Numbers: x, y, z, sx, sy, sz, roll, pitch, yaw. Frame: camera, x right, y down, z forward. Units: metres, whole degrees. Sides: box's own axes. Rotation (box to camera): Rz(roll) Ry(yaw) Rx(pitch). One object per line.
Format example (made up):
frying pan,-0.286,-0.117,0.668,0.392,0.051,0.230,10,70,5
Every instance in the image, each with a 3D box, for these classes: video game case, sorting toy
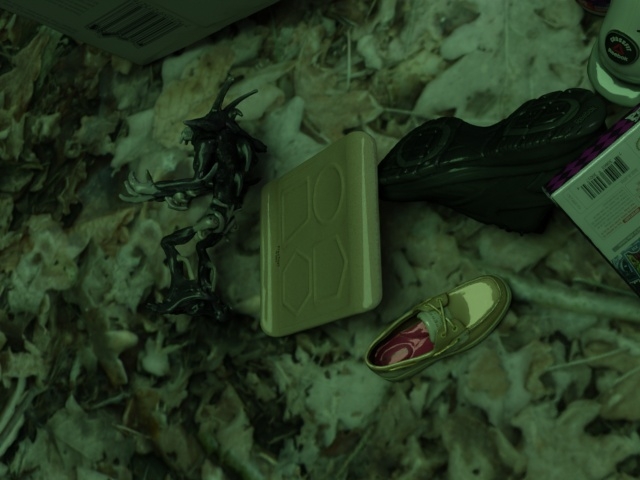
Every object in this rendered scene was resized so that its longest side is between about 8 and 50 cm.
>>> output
video game case,0.349,-0.045,0.769,0.232,0.042,0.210,-43,103,12
sorting toy,0.000,0.000,0.977,0.208,0.038,0.192,-22,65,53

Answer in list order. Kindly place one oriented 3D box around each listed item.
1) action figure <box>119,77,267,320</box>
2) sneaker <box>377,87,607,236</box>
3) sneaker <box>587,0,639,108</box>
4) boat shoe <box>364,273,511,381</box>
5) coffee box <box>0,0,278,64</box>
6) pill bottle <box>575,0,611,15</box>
action figure,-0.149,-0.050,1.033,0.141,0.164,0.275,7,86,24
sneaker,0.169,-0.059,0.896,0.286,0.130,0.109,-3,40,48
sneaker,0.367,-0.270,0.785,0.122,0.146,0.330,32,69,25
boat shoe,0.119,0.091,0.913,0.170,0.059,0.063,-38,63,14
coffee box,-0.223,-0.458,1.039,0.338,0.338,0.334,-15,70,35
pill bottle,0.274,-0.304,0.854,0.108,0.193,0.108,-7,74,26
